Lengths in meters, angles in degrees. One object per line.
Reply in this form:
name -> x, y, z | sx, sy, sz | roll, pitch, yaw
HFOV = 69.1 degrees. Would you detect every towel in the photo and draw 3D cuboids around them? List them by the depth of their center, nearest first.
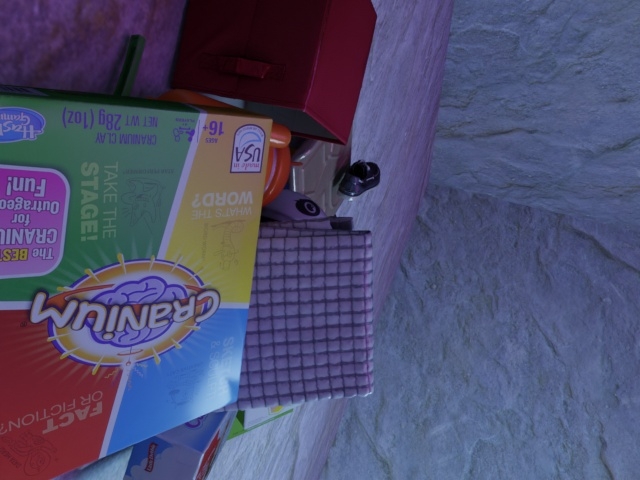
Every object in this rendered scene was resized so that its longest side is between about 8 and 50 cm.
towel -> -0.073, 0.089, 0.624 | 0.121, 0.284, 0.234 | -143, -130, -79

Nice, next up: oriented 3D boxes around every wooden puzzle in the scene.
wooden puzzle -> -0.010, -0.140, 1.033 | 0.347, 0.081, 0.322 | 96, 19, -46

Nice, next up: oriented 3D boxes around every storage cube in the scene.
storage cube -> -0.049, -0.252, 0.610 | 0.215, 0.184, 0.193 | 0, 104, -72

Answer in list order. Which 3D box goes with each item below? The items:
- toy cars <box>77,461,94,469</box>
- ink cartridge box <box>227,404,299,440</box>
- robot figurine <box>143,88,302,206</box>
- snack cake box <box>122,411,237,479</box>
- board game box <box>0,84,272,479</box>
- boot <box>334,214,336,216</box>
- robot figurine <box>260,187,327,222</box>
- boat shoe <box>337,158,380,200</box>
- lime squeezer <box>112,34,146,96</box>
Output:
toy cars -> -0.282, 0.263, 0.512 | 0.176, 0.087, 0.393 | 87, 25, -48
ink cartridge box -> -0.102, 0.340, 1.004 | 0.189, 0.097, 0.255 | -13, 123, -33
robot figurine -> -0.126, -0.100, 0.553 | 0.219, 0.128, 0.158 | 4, 127, -51
snack cake box -> -0.192, 0.290, 0.698 | 0.264, 0.089, 0.152 | -56, 168, -80
board game box -> -0.173, 0.038, 0.409 | 0.242, 0.064, 0.316 | -10, 117, -43
boot -> 0.000, 0.000, 1.221 | 0.190, 0.069, 0.086 | -63, 154, -56
robot figurine -> -0.086, 0.047, 0.779 | 0.209, 0.174, 0.278 | 136, -23, -71
boat shoe -> 0.104, -0.161, 1.127 | 0.206, 0.075, 0.065 | -45, 155, -53
lime squeezer -> -0.242, -0.072, 0.418 | 0.110, 0.059, 0.310 | 58, 45, -28
